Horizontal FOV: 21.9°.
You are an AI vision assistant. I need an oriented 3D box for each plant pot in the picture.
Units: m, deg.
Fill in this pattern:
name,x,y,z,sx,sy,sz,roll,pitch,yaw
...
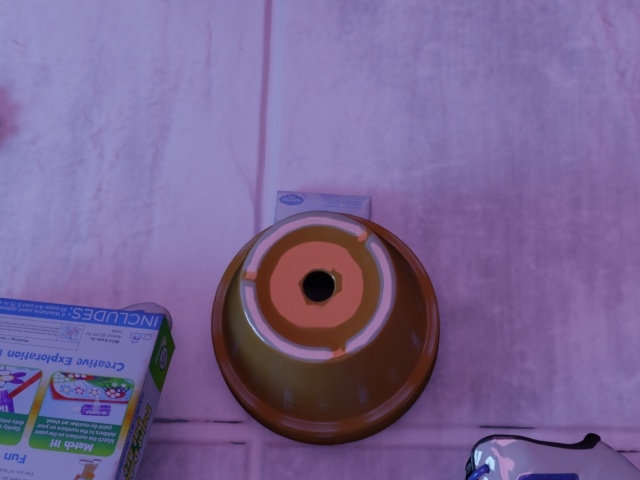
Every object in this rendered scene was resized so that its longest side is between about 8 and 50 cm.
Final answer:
name,x,y,z,sx,sy,sz,roll,pitch,yaw
plant pot,0.003,0.061,1.417,0.205,0.188,0.205,0,75,2

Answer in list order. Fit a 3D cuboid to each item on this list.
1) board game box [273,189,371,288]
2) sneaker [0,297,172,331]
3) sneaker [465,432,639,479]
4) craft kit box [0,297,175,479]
name,x,y,z,sx,sy,sz,roll,pitch,yaw
board game box,0.000,0.000,1.546,0.090,0.020,0.090,4,70,3
sneaker,-0.259,0.084,1.480,0.240,0.091,0.126,-25,68,-8
sneaker,0.158,0.271,1.385,0.315,0.127,0.182,-39,68,-21
craft kit box,-0.268,0.160,1.345,0.250,0.061,0.246,6,51,12
